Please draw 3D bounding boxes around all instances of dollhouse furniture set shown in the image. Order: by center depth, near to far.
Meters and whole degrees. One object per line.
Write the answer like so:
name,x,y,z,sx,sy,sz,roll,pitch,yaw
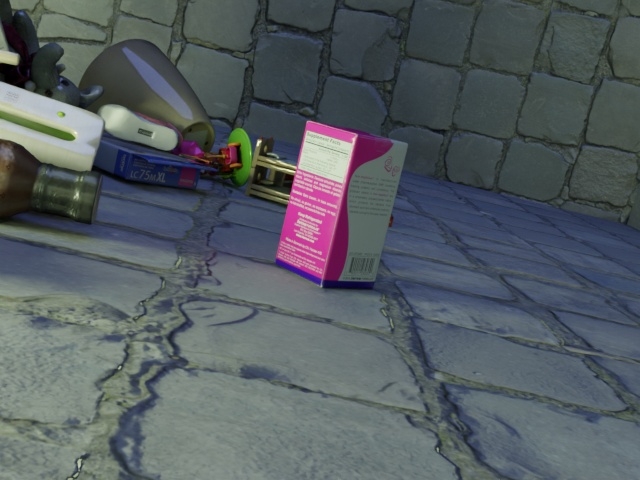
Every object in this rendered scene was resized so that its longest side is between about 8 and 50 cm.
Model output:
dollhouse furniture set,-0.056,-0.147,2.037,0.129,0.129,0.183,18,10,20

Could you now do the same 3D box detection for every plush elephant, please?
plush elephant,-0.583,-0.319,1.827,0.255,0.330,0.272,17,43,12

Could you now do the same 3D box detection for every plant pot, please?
plant pot,-0.373,-0.286,2.139,0.274,0.256,0.256,38,21,30

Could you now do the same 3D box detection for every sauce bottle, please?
sauce bottle,-0.460,-0.092,1.213,0.344,0.111,0.111,11,10,-11

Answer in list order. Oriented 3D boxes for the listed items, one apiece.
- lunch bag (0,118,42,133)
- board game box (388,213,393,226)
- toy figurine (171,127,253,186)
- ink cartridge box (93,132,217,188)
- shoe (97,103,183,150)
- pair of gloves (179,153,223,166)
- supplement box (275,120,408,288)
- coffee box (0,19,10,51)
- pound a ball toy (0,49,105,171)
lunch bag,-0.548,-0.179,1.593,0.279,0.108,0.224,10,8,-27
board game box,0.087,-0.083,2.179,0.145,0.027,0.281,12,10,-3
toy figurine,-0.256,-0.178,2.048,0.159,0.130,0.173,-3,-5,-30
ink cartridge box,-0.376,-0.164,1.877,0.311,0.065,0.185,19,8,38
shoe,-0.373,-0.232,1.946,0.178,0.063,0.081,21,6,0
pair of gloves,-0.237,-0.158,1.859,0.074,0.010,0.083,17,4,19
supplement box,0.030,-0.052,1.356,0.111,0.220,0.114,5,14,-44
coffee box,-0.750,-0.455,1.514,0.338,0.334,0.338,-24,49,-20
pound a ball toy,-0.467,-0.163,1.290,0.319,0.208,0.136,18,51,-15
